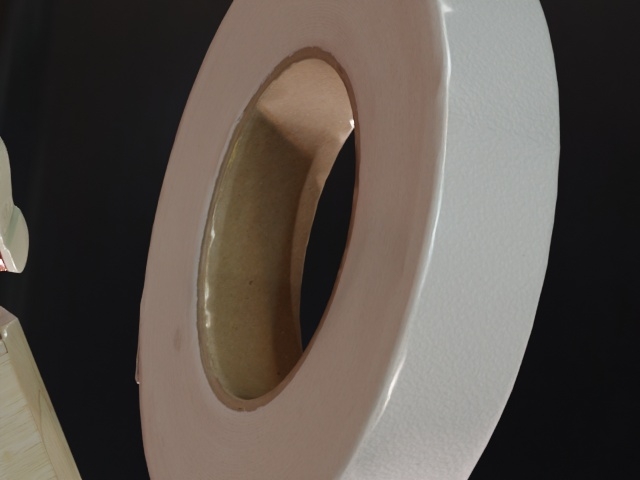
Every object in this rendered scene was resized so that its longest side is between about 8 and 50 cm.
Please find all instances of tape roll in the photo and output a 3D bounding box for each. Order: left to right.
[{"bbox_3d":[0.000,0.000,1.040,0.392,0.072,0.392,-40,-136,54],"label":"tape roll"}]

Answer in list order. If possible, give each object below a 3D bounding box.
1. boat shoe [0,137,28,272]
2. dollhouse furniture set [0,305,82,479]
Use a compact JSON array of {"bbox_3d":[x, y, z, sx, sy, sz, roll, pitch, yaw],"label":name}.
[{"bbox_3d":[-0.217,-0.025,1.170,0.137,0.043,0.049,86,14,-56],"label":"boat shoe"},{"bbox_3d":[-0.263,0.111,1.024,0.355,0.174,0.303,20,-49,65],"label":"dollhouse furniture set"}]
